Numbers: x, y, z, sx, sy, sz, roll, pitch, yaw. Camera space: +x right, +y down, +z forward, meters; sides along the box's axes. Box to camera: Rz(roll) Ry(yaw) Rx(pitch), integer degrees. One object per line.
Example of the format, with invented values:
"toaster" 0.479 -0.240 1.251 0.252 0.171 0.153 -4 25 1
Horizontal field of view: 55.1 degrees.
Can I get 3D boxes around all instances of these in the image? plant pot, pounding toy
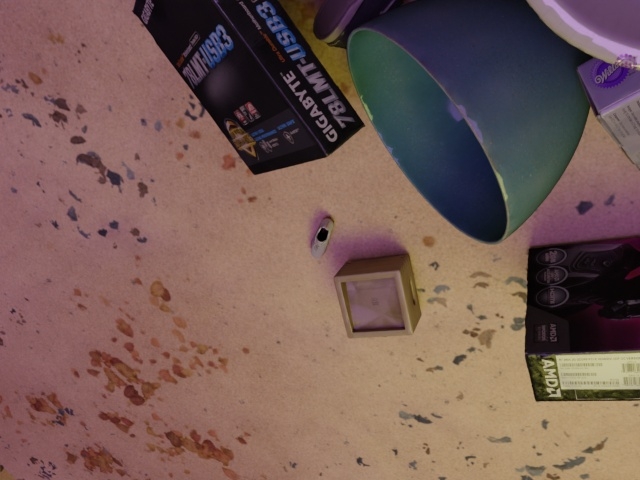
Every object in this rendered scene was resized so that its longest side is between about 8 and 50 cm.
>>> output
"plant pot" 0.193 -0.168 0.710 0.195 0.290 0.290 -35 107 -5
"pounding toy" 0.093 0.101 1.009 0.130 0.100 0.141 -7 107 24

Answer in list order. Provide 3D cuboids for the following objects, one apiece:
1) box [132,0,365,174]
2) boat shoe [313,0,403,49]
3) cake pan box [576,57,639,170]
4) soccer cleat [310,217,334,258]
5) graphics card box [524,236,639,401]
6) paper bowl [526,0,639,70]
"box" -0.109 -0.227 0.782 0.293 0.073 0.295 52 164 -17
"boat shoe" 0.078 -0.323 0.772 0.065 0.075 0.206 15 133 -44
"cake pan box" 0.422 -0.166 0.622 0.245 0.267 0.070 -28 63 32
"soccer cleat" 0.000 0.000 1.004 0.029 0.036 0.083 26 126 4
"graphics card box" 0.452 0.087 0.768 0.370 0.233 0.094 -8 121 25
"paper bowl" 0.281 -0.276 0.448 0.284 0.148 0.284 10 117 21
